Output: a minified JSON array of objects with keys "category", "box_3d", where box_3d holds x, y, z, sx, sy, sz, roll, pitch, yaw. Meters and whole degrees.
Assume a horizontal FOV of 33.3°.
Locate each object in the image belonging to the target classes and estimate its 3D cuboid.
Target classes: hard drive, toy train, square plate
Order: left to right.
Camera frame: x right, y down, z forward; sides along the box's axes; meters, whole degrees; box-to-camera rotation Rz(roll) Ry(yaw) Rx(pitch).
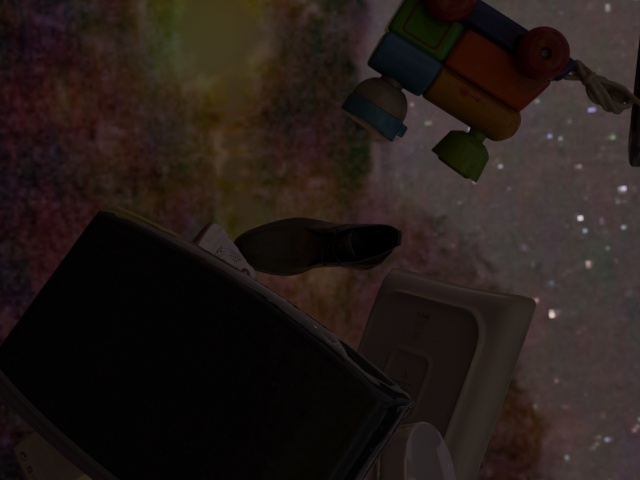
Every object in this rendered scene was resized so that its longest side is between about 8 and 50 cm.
[{"category":"hard drive","box_3d":[-0.087,0.096,0.699,0.172,0.254,0.054,-55,164,-9]},{"category":"square plate","box_3d":[0.133,0.215,1.573,0.347,0.049,0.344,12,-100,58]},{"category":"toy train","box_3d":[0.150,-0.108,0.887,0.143,0.248,0.105,-58,-174,6]}]

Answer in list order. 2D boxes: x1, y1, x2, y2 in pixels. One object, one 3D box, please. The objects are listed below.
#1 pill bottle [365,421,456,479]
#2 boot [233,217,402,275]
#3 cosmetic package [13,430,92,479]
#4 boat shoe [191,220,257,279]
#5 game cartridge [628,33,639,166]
[{"category":"pill bottle","box_3d":[-0.029,0.272,1.113,0.181,0.323,0.182,35,48,-52]},{"category":"boot","box_3d":[0.000,0.000,1.414,0.106,0.219,0.082,150,-64,-68]},{"category":"cosmetic package","box_3d":[-0.249,0.220,1.266,0.231,0.117,0.085,-36,-101,38]},{"category":"boat shoe","box_3d":[-0.131,0.086,1.039,0.098,0.096,0.277,-45,-172,39]},{"category":"game cartridge","box_3d":[0.549,-0.240,1.520,0.060,0.196,0.294,-84,172,-56]}]
